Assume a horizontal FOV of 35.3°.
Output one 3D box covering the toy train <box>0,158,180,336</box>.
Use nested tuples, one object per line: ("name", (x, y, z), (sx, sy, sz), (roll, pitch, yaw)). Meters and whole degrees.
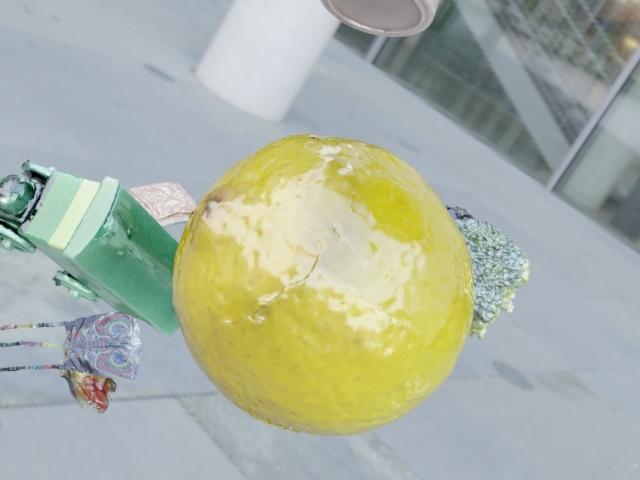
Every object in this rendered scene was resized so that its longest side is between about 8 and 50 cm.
("toy train", (-0.291, 0.011, 1.312), (0.202, 0.120, 0.301), (18, -19, 27))

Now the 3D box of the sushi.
("sushi", (-0.459, 0.252, 1.973), (0.097, 0.103, 0.226), (5, 37, -27))

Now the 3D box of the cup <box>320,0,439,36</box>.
("cup", (0.154, -0.500, 1.696), (0.289, 0.273, 0.208), (16, -17, 2))

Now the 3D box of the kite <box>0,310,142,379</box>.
("kite", (-0.479, 0.198, 1.883), (0.286, 0.015, 0.152), (-2, 54, -13))

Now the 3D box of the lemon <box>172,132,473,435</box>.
("lemon", (0.004, 0.042, 0.911), (0.293, 0.293, 0.293), (29, 16, -9))

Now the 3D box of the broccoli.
("broccoli", (0.219, 0.062, 1.732), (0.263, 0.243, 0.247), (-26, 63, -20))

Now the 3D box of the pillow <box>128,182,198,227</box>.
("pillow", (-0.348, -0.061, 1.947), (0.233, 0.043, 0.126), (-14, 41, -30))
